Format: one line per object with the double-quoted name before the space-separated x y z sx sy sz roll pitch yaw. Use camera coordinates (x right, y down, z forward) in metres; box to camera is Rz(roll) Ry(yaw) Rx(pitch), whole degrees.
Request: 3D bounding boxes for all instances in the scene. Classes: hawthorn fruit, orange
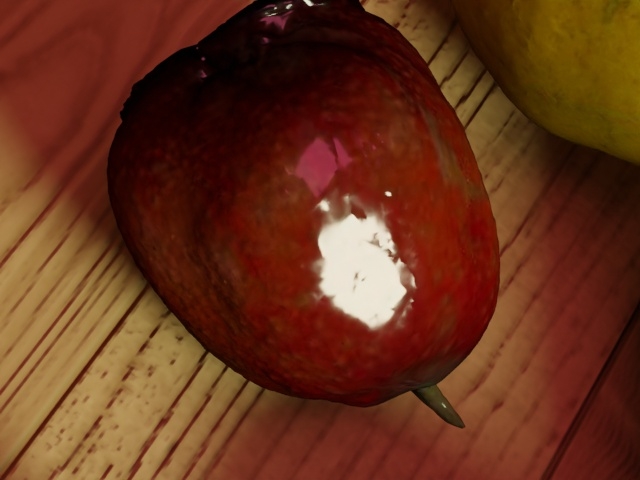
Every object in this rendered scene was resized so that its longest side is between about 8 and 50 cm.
"hawthorn fruit" 0.000 0.000 0.757 0.189 0.189 0.251 -33 105 -26
"orange" 0.211 -0.173 0.833 0.235 0.279 0.279 6 65 -61
